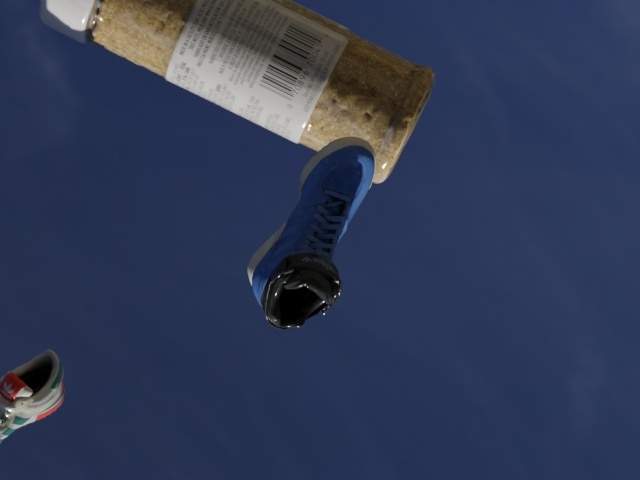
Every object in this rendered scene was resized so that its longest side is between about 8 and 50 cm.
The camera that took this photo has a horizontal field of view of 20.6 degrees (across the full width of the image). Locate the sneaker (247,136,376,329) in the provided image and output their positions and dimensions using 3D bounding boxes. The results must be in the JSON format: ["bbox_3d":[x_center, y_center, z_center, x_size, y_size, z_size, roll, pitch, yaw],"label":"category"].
[{"bbox_3d":[0.001,0.000,1.318,0.058,0.152,0.084,24,-155,-29],"label":"sneaker"}]

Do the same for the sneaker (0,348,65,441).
[{"bbox_3d":[-0.299,0.155,1.619,0.057,0.075,0.161,41,-125,18],"label":"sneaker"}]

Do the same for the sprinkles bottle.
[{"bbox_3d":[-0.076,-0.178,1.617,0.355,0.121,0.121,26,-134,0],"label":"sprinkles bottle"}]
